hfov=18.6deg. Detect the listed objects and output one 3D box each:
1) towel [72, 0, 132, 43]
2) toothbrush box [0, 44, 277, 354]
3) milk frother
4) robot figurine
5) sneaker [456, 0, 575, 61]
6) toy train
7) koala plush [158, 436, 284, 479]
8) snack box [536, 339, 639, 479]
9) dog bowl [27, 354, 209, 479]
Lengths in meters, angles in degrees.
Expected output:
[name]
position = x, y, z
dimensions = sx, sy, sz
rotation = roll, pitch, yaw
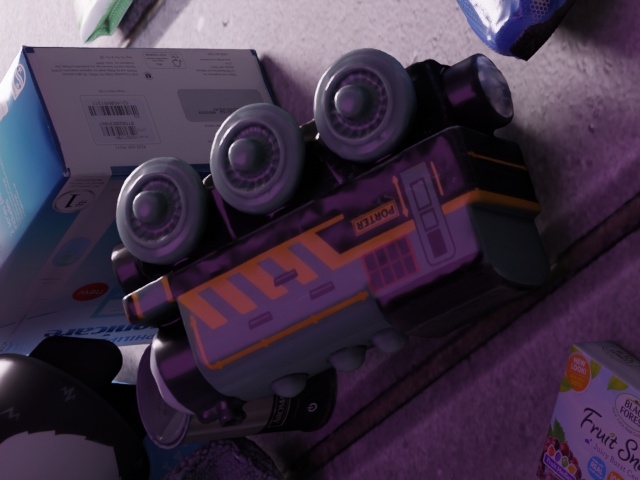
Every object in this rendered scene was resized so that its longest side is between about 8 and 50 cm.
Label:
[towel]
position = -0.210, -0.373, 1.782
dimensions = 0.248, 0.038, 0.324
rotation = -51, 53, 45
[toothbrush box]
position = -0.187, -0.027, 1.620
dimensions = 0.295, 0.216, 0.126
rotation = -47, 55, 46
[milk frother]
position = -0.081, 0.088, 1.546
dimensions = 0.143, 0.135, 0.129
rotation = 17, 106, 54
[robot figurine]
position = -0.246, 0.203, 1.564
dimensions = 0.209, 0.278, 0.173
rotation = 34, 151, 5
[sneaker]
position = 0.064, -0.253, 1.297
dimensions = 0.130, 0.147, 0.330
rotation = -53, 52, 43
[toy train]
position = 0.000, 0.000, 1.356
dimensions = 0.334, 0.142, 0.190
rotation = -26, 70, 26
[koala plush]
position = -0.070, 0.307, 1.524
dimensions = 0.221, 0.203, 0.196
rotation = 38, 137, 23
[snack box]
position = 0.201, 0.138, 1.225
dimensions = 0.141, 0.037, 0.100
rotation = 37, 121, 48
[dog bowl]
position = -0.201, 0.188, 1.751
dimensions = 0.297, 0.074, 0.166
rotation = 26, 106, 46
